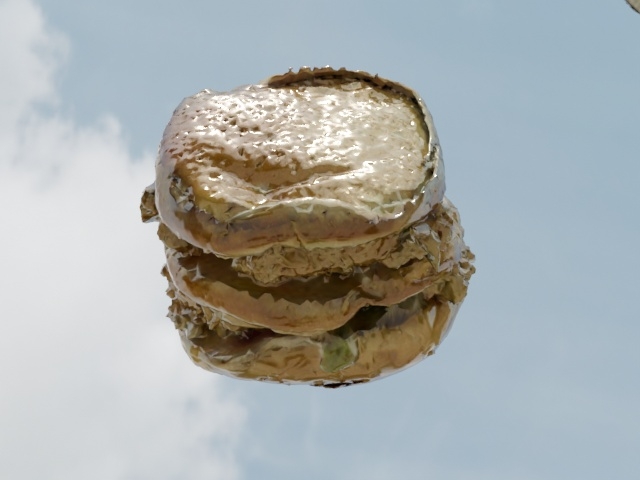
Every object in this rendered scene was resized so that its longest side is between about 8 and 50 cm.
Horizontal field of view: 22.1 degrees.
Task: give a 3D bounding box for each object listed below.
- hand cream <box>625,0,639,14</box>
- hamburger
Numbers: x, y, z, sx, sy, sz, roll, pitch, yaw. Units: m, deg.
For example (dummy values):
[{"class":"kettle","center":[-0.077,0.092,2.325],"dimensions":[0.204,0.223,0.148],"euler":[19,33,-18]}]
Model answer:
[{"class":"hand cream","center":[0.120,-0.177,0.496],"dimensions":[0.080,0.050,0.234],"euler":[36,-113,-24]},{"class":"hamburger","center":[0.005,-0.005,1.254],"dimensions":[0.260,0.245,0.211],"euler":[-31,-49,-38]}]
